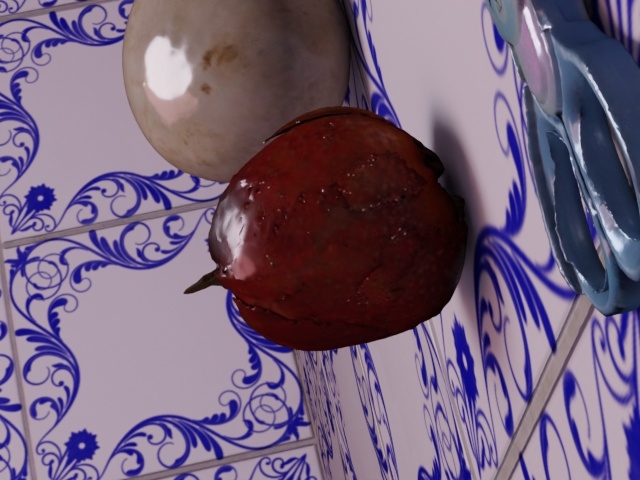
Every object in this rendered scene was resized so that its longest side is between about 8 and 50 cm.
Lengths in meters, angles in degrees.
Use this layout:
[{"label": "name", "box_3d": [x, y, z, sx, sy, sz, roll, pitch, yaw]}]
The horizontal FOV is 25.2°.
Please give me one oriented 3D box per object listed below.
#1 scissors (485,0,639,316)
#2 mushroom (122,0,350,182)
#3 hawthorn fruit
[{"label": "scissors", "box_3d": [0.078, -0.099, 0.540, 0.125, 0.030, 0.256, 94, 160, -74]}, {"label": "mushroom", "box_3d": [-0.056, -0.147, 1.178, 0.204, 0.204, 0.204, 168, 90, -85]}, {"label": "hawthorn fruit", "box_3d": [0.000, 0.000, 0.848, 0.148, 0.172, 0.148, 63, 176, 7]}]
